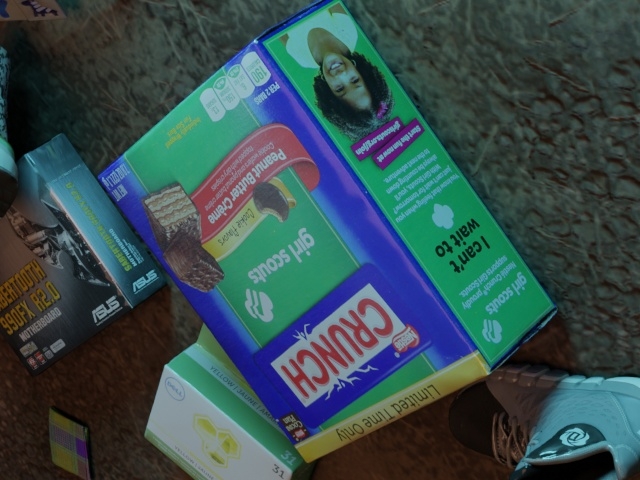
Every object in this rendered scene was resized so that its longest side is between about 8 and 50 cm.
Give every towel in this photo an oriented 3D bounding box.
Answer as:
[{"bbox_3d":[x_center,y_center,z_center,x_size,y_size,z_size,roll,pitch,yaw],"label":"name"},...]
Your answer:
[{"bbox_3d":[-0.277,0.226,2.003,0.060,0.009,0.083,23,131,31],"label":"towel"}]

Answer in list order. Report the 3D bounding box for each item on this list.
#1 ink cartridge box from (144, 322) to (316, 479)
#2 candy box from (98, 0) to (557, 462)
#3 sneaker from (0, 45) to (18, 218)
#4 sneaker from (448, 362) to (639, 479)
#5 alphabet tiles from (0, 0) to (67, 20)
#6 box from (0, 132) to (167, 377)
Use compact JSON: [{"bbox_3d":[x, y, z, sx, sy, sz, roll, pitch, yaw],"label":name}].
[{"bbox_3d":[-0.073,0.158,1.734,0.171,0.056,0.235,38,139,17],"label":"ink cartridge box"},{"bbox_3d":[0.000,0.000,1.502,0.317,0.122,0.268,53,139,-2],"label":"candy box"},{"bbox_3d":[-0.402,-0.087,1.805,0.158,0.182,0.410,28,152,-30],"label":"sneaker"},{"bbox_3d":[0.167,0.163,1.453,0.228,0.132,0.086,-7,112,45],"label":"sneaker"},{"bbox_3d":[-0.292,-0.247,1.571,0.237,0.009,0.198,0,154,17],"label":"alphabet tiles"},{"bbox_3d":[-0.275,0.020,1.820,0.183,0.056,0.231,55,139,-3],"label":"box"}]
